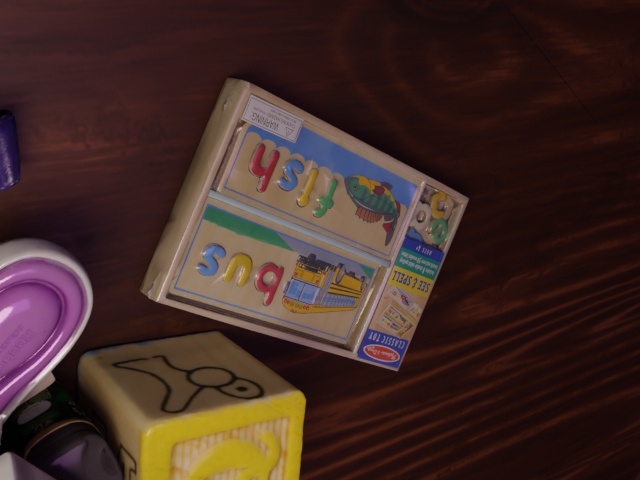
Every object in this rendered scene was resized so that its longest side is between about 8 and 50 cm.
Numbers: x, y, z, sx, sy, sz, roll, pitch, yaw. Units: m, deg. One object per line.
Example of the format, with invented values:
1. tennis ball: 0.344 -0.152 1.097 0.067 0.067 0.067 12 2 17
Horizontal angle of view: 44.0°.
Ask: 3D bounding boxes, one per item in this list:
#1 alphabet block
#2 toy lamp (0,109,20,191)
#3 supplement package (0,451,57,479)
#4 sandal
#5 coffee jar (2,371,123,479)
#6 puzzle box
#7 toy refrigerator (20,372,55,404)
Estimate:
1. alphabet block: -0.151 0.232 0.887 0.192 0.197 0.194 -7 108 -33
2. toy lamp: -0.337 -0.173 0.705 0.080 0.080 0.275 -24 116 -28
3. supplement package: -0.293 0.338 0.618 0.262 0.198 0.199 -27 143 -3
4. sandal: -0.344 0.180 0.675 0.169 0.102 0.416 33 90 -42
5. coffee jar: -0.269 0.204 0.802 0.079 0.184 0.096 -31 121 -24
6. puzzle box: 0.000 0.000 1.015 0.408 0.052 0.272 21 92 -38
7. toy refrigerator: -0.406 0.156 0.750 0.269 0.094 0.102 -34 129 -22
